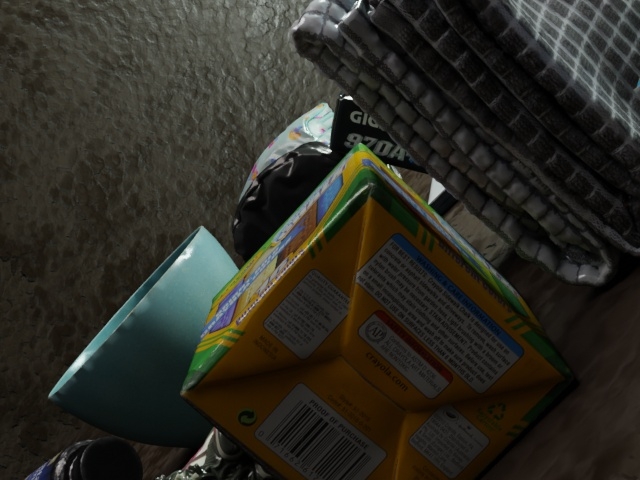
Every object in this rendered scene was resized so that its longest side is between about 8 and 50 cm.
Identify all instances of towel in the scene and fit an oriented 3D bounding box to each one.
[{"bbox_3d":[0.148,-0.138,0.790,0.121,0.284,0.235,-39,12,44],"label":"towel"}]

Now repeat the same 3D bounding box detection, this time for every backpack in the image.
[{"bbox_3d":[-0.001,-0.051,1.034,0.152,0.115,0.182,-40,5,24],"label":"backpack"}]

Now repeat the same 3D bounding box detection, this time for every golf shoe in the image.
[{"bbox_3d":[-0.098,0.244,1.011,0.273,0.105,0.120,-47,-11,-48],"label":"golf shoe"}]

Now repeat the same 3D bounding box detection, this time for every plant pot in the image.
[{"bbox_3d":[-0.178,0.152,1.462,0.290,0.195,0.290,-47,7,8],"label":"plant pot"}]

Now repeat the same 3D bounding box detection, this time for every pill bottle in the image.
[{"bbox_3d":[-0.342,0.355,1.616,0.219,0.123,0.123,-38,12,45],"label":"pill bottle"}]

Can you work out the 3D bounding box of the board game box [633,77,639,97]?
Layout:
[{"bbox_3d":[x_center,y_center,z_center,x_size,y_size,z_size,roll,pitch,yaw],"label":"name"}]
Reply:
[{"bbox_3d":[0.340,-0.199,0.745,0.224,0.097,0.303,-42,10,39],"label":"board game box"}]

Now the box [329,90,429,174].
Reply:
[{"bbox_3d":[0.131,-0.102,0.982,0.175,0.220,0.051,-61,-16,-63],"label":"box"}]

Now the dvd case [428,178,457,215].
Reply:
[{"bbox_3d":[0.208,-0.133,1.425,0.180,0.022,0.253,-45,8,20],"label":"dvd case"}]

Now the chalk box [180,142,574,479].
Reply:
[{"bbox_3d":[0.035,0.057,0.820,0.179,0.180,0.289,-47,9,9],"label":"chalk box"}]
